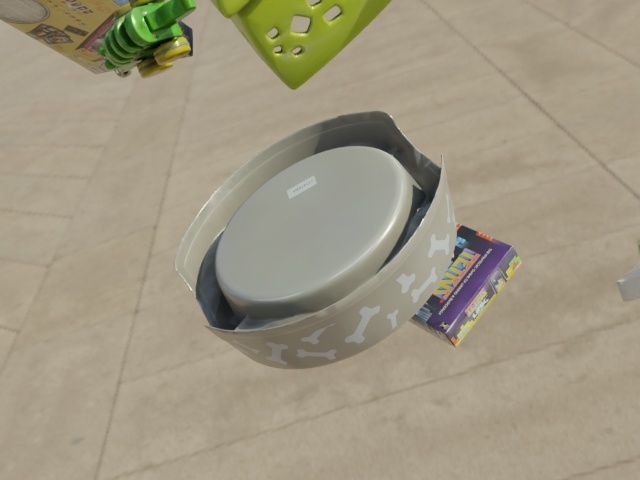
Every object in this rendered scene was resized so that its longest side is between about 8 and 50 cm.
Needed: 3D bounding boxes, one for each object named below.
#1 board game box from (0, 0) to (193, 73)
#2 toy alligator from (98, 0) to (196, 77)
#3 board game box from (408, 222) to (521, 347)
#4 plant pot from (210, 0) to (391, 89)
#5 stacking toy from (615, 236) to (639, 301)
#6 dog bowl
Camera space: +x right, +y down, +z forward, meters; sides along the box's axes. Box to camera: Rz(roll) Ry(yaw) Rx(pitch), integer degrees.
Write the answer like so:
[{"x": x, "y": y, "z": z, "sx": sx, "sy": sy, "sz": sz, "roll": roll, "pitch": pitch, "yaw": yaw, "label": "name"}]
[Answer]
[{"x": -0.296, "y": -0.287, "z": 1.176, "sx": 0.165, "sy": 0.042, "sz": 0.243, "roll": -5, "pitch": -12, "yaw": 22, "label": "board game box"}, {"x": -0.154, "y": -0.157, "z": 0.736, "sx": 0.051, "sy": 0.056, "sz": 0.189, "roll": -27, "pitch": 7, "yaw": -29, "label": "toy alligator"}, {"x": 0.197, "y": 0.061, "z": 1.386, "sx": 0.141, "sy": 0.048, "sz": 0.170, "roll": 26, "pitch": 71, "yaw": 46, "label": "board game box"}, {"x": -0.058, "y": -0.385, "z": 1.237, "sx": 0.227, "sy": 0.207, "sz": 0.228, "roll": -43, "pitch": 54, "yaw": 11, "label": "plant pot"}, {"x": 0.418, "y": -0.062, "z": 0.880, "sx": 0.279, "sy": 0.130, "sz": 0.309, "roll": -19, "pitch": 2, "yaw": 31, "label": "stacking toy"}, {"x": 0.000, "y": 0.000, "z": 1.066, "sx": 0.348, "sy": 0.102, "sz": 0.349, "roll": -21, "pitch": 37, "yaw": 17, "label": "dog bowl"}]
